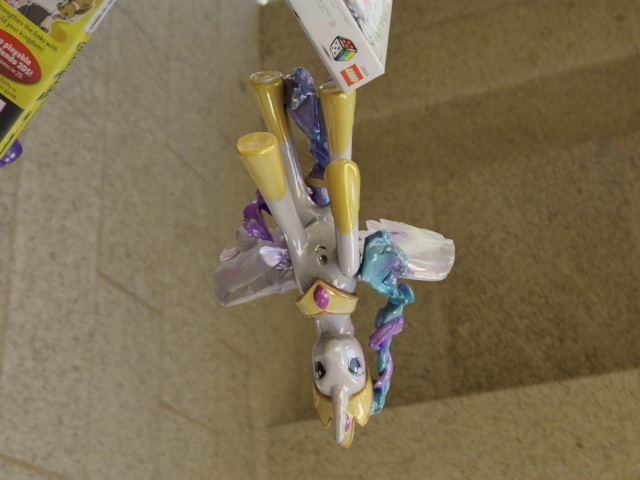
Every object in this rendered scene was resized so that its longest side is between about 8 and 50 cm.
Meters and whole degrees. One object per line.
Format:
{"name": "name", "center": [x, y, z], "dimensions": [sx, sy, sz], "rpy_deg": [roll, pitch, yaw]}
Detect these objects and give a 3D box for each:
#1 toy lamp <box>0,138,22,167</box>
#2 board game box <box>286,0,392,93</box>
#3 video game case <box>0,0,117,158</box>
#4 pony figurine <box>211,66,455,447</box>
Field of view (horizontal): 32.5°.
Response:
{"name": "toy lamp", "center": [-0.355, 0.013, 0.947], "dimensions": [0.080, 0.080, 0.274], "rpy_deg": [11, -115, 28]}
{"name": "board game box", "center": [0.007, -0.298, 1.180], "dimensions": [0.053, 0.193, 0.305], "rpy_deg": [-26, -157, 18]}
{"name": "video game case", "center": [-0.282, -0.185, 0.702], "dimensions": [0.248, 0.275, 0.035], "rpy_deg": [-49, -168, 18]}
{"name": "pony figurine", "center": [0.000, 0.000, 1.220], "dimensions": [0.303, 0.363, 0.351], "rpy_deg": [-8, -152, 4]}
